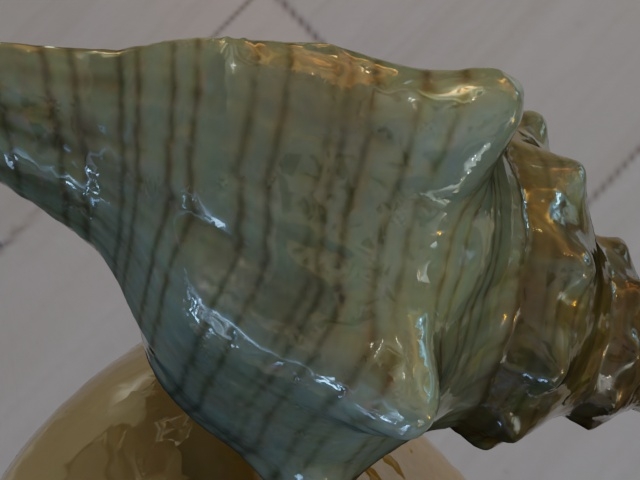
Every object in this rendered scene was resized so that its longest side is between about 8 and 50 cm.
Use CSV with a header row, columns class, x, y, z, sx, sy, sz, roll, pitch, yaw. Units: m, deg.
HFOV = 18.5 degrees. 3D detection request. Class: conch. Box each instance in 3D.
class,x,y,z,sx,sy,sz,roll,pitch,yaw
conch,0.008,0.010,0.484,0.234,0.137,0.114,16,65,-44

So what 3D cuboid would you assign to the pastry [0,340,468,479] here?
class,x,y,z,sx,sy,sz,roll,pitch,yaw
pastry,-0.004,0.150,0.613,0.133,0.265,0.265,-40,101,14
